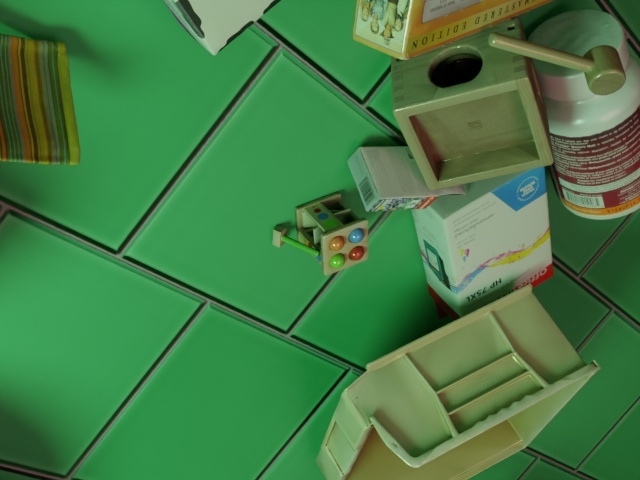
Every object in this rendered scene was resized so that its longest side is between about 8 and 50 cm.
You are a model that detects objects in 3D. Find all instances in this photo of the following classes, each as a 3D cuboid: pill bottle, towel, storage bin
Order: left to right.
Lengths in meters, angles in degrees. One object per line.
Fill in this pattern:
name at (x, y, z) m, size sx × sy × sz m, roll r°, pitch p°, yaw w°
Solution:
towel at (-0.269, -0.106, 0.686) m, size 0.021 × 0.102 × 0.237 m, roll -21°, pitch 167°, yaw 37°
storage bin at (0.143, 0.203, 1.156) m, size 0.260 × 0.123 × 0.262 m, roll -24°, pitch 157°, yaw -20°
pill bottle at (0.293, -0.133, 1.078) m, size 0.121 × 0.121 × 0.221 m, roll -37°, pitch 136°, yaw -6°

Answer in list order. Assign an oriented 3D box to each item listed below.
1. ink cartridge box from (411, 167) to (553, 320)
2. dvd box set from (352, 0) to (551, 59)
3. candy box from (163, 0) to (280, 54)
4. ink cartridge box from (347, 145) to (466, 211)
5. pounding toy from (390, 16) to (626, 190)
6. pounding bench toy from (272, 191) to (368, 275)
ink cartridge box at (0.189, 0.006, 1.138) m, size 0.134 × 0.078 × 0.231 m, roll -30°, pitch 135°, yaw -12°
dvd box set at (0.163, -0.378, 0.779) m, size 0.307 × 0.062 × 0.421 m, roll -30°, pitch 138°, yaw -41°
candy box at (-0.045, -0.279, 0.762) m, size 0.233 × 0.071 × 0.159 m, roll -40°, pitch 138°, yaw -4°
ink cartridge box at (0.089, -0.064, 1.023) m, size 0.115 × 0.063 × 0.029 m, roll -4°, pitch 153°, yaw -34°
pounding toy at (0.174, -0.155, 0.931) m, size 0.206 × 0.094 × 0.181 m, roll -12°, pitch 142°, yaw 18°
pounding bench toy at (0.000, 0.000, 1.009) m, size 0.083 × 0.065 × 0.052 m, roll -21°, pitch 132°, yaw -21°
